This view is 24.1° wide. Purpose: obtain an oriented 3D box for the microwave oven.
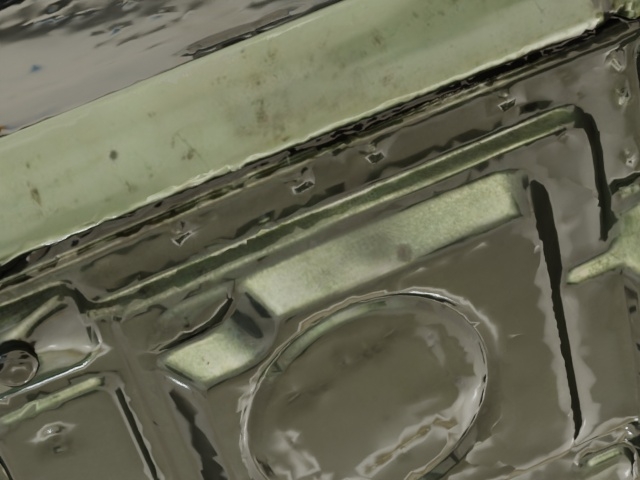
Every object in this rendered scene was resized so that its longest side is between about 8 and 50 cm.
[{"bbox_3d":[0.000,0.000,0.695,0.394,0.333,0.247,-23,-145,-8],"label":"microwave oven"}]
